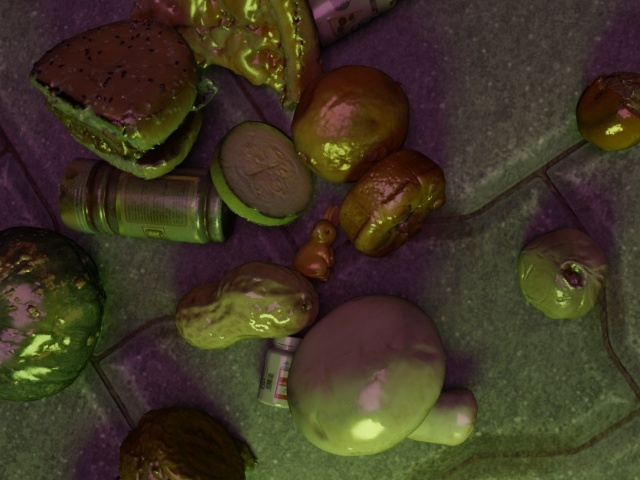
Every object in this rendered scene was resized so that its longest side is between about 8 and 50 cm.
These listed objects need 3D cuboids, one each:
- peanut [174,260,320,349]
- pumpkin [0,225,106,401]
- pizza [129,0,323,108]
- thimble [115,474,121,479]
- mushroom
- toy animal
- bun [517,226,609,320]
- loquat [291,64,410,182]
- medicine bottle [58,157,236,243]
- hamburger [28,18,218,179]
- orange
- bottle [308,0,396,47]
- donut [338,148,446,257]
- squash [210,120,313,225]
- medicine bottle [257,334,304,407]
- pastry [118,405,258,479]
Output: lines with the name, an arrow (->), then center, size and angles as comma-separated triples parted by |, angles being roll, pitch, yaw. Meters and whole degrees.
peanut -> -0.150, 0.120, 1.390 | 0.291, 0.143, 0.159 | -13, 112, 18
pumpkin -> -0.570, 0.139, 1.396 | 0.291, 0.257, 0.327 | 29, 98, 19
pizza -> -0.169, -0.470, 1.348 | 0.435, 0.080, 0.392 | 21, 134, 6
thimble -> -0.349, 0.569, 1.405 | 0.237, 0.150, 0.237 | 0, 87, 8
mushroom -> 0.114, 0.240, 1.293 | 0.356, 0.315, 0.315 | 2, 88, 6
toy animal -> -0.003, -0.001, 1.433 | 0.083, 0.070, 0.159 | 17, 85, 10
bun -> 0.461, 0.063, 1.348 | 0.167, 0.113, 0.173 | -30, 82, 5
loquat -> 0.058, -0.218, 1.358 | 0.238, 0.193, 0.238 | -4, 98, -30
medicine bottle -> -0.339, -0.078, 1.430 | 0.323, 0.151, 0.151 | 5, 88, 7
hamburger -> -0.366, -0.286, 1.375 | 0.318, 0.195, 0.277 | 27, 61, 20
orange -> 0.558, -0.241, 1.340 | 0.134, 0.156, 0.156 | 29, 91, -33
bottle -> 0.085, -0.494, 1.417 | 0.253, 0.120, 0.120 | -28, 85, 5
donut -> 0.138, -0.070, 1.347 | 0.226, 0.226, 0.114 | -42, 72, 3
squash -> -0.110, -0.131, 1.401 | 0.041, 0.219, 0.219 | -34, 82, 47
medicine bottle -> -0.075, 0.256, 1.421 | 0.079, 0.079, 0.140 | 12, 89, 7
pastry -> -0.262, 0.426, 1.364 | 0.240, 0.235, 0.132 | 45, 104, 1
